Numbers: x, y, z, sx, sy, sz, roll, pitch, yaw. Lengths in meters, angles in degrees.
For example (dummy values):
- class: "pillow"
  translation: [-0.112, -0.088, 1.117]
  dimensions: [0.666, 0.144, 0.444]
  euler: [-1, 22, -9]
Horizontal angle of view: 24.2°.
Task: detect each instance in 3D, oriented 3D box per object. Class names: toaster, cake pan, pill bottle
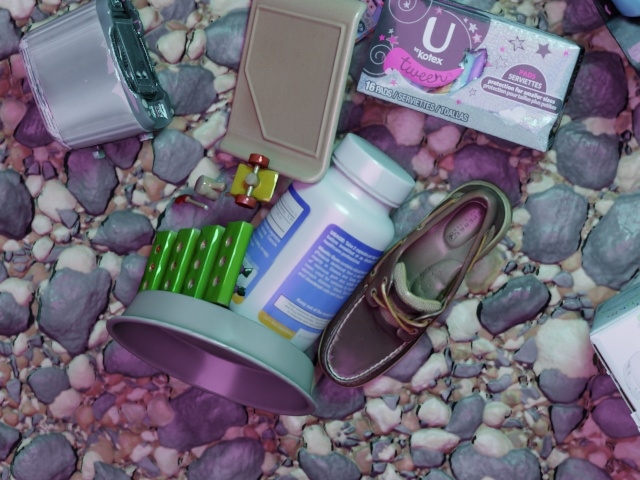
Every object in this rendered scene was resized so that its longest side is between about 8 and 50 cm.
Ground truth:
- class: "toaster"
  translation: [-0.305, -0.227, 1.996]
  dimensions: [0.146, 0.129, 0.227]
  euler: [-19, 93, 15]
- class: "cake pan"
  translation: [-0.134, 0.145, 1.936]
  dimensions: [0.293, 0.293, 0.054]
  euler: [19, 71, 9]
- class: "pill bottle"
  translation: [0.000, 0.000, 1.942]
  dimensions: [0.152, 0.152, 0.272]
  euler: [39, 101, 6]

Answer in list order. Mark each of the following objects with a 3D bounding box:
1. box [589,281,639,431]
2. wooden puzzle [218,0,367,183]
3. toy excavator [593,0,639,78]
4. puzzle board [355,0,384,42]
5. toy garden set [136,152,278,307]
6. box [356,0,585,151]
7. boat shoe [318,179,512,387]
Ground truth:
- class: "box"
  translation: [0.447, 0.180, 1.825]
  dimensions: [0.127, 0.231, 0.262]
  euler: [-32, 88, 13]
- class: "wooden puzzle"
  translation: [-0.034, -0.207, 1.935]
  dimensions: [0.221, 0.044, 0.238]
  euler: [23, 100, 49]
- class: "toy excavator"
  translation: [0.347, -0.459, 1.769]
  dimensions: [0.222, 0.433, 0.445]
  euler: [-32, 116, 13]
- class: "puzzle board"
  translation: [0.023, -0.322, 1.964]
  dimensions: [0.096, 0.011, 0.128]
  euler: [-33, 89, 29]
- class: "toy garden set"
  translation: [-0.143, -0.004, 1.957]
  dimensions: [0.049, 0.244, 0.203]
  euler: [24, 75, -29]
- class: "box"
  translation: [0.193, -0.218, 1.872]
  dimensions: [0.247, 0.163, 0.142]
  euler: [18, 101, 9]
- class: "boat shoe"
  translation: [0.114, 0.061, 1.937]
  dimensions: [0.123, 0.123, 0.342]
  euler: [45, 102, 5]
